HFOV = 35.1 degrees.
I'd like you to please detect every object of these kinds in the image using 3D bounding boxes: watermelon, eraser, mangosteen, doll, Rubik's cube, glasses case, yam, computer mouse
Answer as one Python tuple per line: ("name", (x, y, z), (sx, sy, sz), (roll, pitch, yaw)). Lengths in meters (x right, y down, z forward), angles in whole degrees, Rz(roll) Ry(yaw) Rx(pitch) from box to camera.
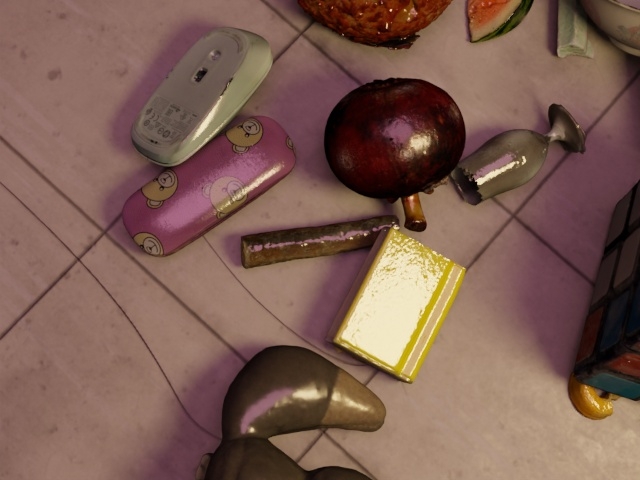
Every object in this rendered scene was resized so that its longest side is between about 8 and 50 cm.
("watermelon", (0.332, -0.469, 1.834), (0.119, 0.063, 0.245), (7, 82, 17))
("eraser", (0.125, 0.108, 1.667), (0.158, 0.069, 0.226), (30, 81, -14))
("mangosteen", (0.131, -0.139, 1.673), (0.236, 0.235, 0.261), (-18, 106, -7))
("doll", (0.008, 0.363, 1.539), (0.383, 0.252, 0.378), (18, 77, -6))
("Rubik's cube", (0.637, 0.080, 1.555), (0.359, 0.362, 0.363), (17, 70, -1))
("glasses case", (-0.186, -0.093, 1.708), (0.316, 0.076, 0.123), (-35, 81, -10))
("yam", (0.000, 0.000, 1.710), (0.274, 0.061, 0.061), (-9, 78, -6))
("computer mouse", (-0.195, -0.241, 1.725), (0.159, 0.097, 0.288), (29, 80, 36))

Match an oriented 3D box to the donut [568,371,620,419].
("donut", (0.469, 0.243, 1.690), (0.097, 0.043, 0.108), (39, 74, 5))

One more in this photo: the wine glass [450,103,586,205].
("wine glass", (0.338, -0.143, 1.739), (0.222, 0.103, 0.103), (-29, 81, -9))

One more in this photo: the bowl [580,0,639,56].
("bowl", (0.586, -0.421, 1.758), (0.346, 0.157, 0.345), (0, 46, 0))

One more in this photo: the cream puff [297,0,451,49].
("cream puff", (0.093, -0.514, 1.742), (0.351, 0.228, 0.350), (1, 75, -4))

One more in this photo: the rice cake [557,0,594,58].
("rice cake", (0.471, -0.467, 1.846), (0.081, 0.051, 0.290), (14, 76, -34))
